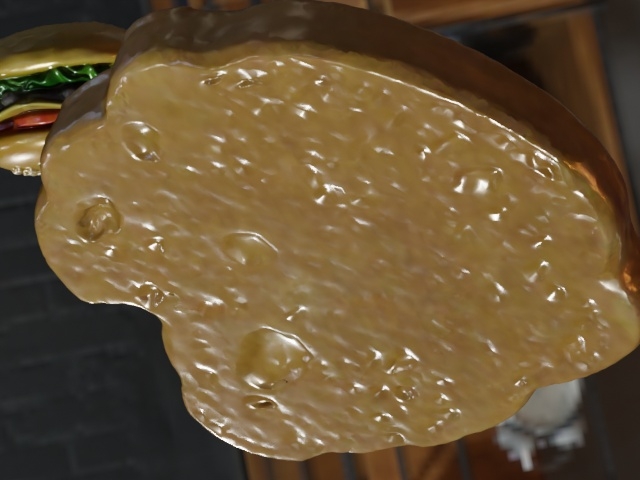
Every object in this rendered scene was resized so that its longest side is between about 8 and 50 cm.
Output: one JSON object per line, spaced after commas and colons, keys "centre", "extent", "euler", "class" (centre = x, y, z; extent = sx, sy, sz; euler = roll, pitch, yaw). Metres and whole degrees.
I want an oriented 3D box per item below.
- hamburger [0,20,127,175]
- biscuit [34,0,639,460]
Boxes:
{"centre": [-0.199, -0.110, 1.565], "extent": [0.162, 0.115, 0.162], "euler": [-7, 178, 0], "class": "hamburger"}
{"centre": [0.000, 0.000, 1.090], "extent": [0.312, 0.057, 0.351], "euler": [35, 138, -15], "class": "biscuit"}
